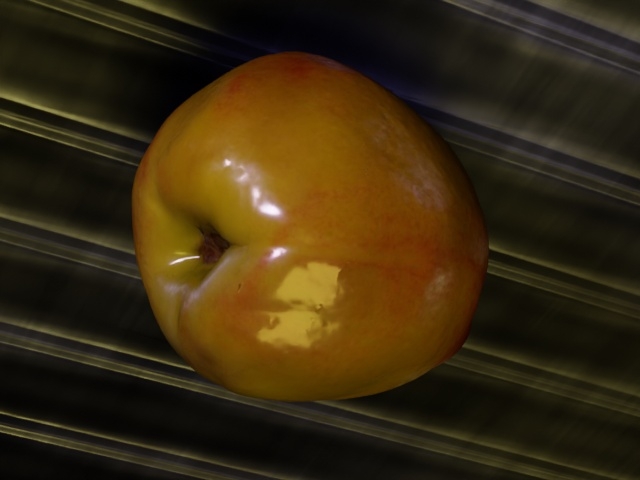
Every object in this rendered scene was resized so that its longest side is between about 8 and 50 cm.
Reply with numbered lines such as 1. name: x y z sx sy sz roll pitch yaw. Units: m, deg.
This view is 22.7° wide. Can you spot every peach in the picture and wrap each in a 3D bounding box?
1. peach: -0.001 -0.005 1.319 0.308 0.289 0.289 -5 143 -43
